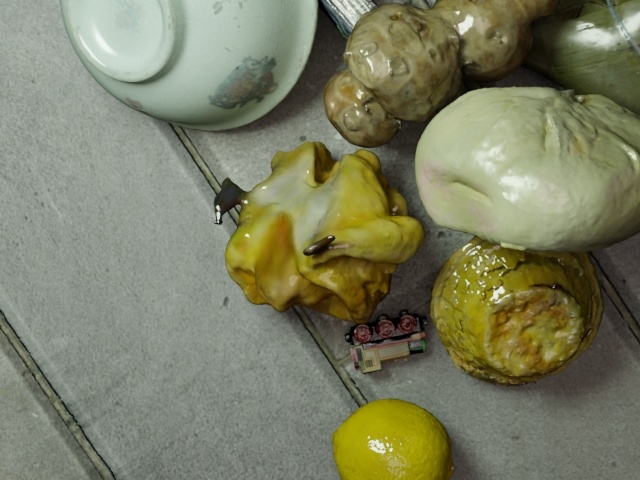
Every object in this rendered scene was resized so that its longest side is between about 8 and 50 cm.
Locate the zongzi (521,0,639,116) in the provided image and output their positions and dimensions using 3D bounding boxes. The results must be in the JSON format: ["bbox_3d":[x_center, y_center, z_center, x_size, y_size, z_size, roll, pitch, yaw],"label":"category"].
[{"bbox_3d":[0.448,-0.218,1.433,0.392,0.174,0.356,-13,103,24],"label":"zongzi"}]

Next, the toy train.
[{"bbox_3d":[0.112,0.165,1.537,0.137,0.050,0.087,-13,98,5],"label":"toy train"}]

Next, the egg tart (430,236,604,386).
[{"bbox_3d":[0.312,0.114,1.441,0.294,0.123,0.294,-2,114,-5],"label":"egg tart"}]

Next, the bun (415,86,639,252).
[{"bbox_3d":[0.312,-0.109,1.305,0.361,0.361,0.213,3,105,5],"label":"bun"}]

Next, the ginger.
[{"bbox_3d":[0.172,-0.276,1.353,0.375,0.256,0.176,-29,78,2],"label":"ginger"}]

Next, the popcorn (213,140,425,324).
[{"bbox_3d":[0.000,0.000,1.442,0.297,0.281,0.316,-38,51,12],"label":"popcorn"}]

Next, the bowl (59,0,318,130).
[{"bbox_3d":[-0.239,-0.341,1.365,0.434,0.196,0.435,11,117,22],"label":"bowl"}]

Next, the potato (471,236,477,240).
[{"bbox_3d":[0.290,0.033,1.494,0.120,0.081,0.149,32,97,4],"label":"potato"}]

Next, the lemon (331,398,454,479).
[{"bbox_3d":[0.113,0.341,1.488,0.203,0.178,0.178,15,96,13],"label":"lemon"}]

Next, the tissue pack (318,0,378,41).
[{"bbox_3d":[0.000,-0.409,1.434,0.073,0.173,0.235,-40,92,6],"label":"tissue pack"}]
